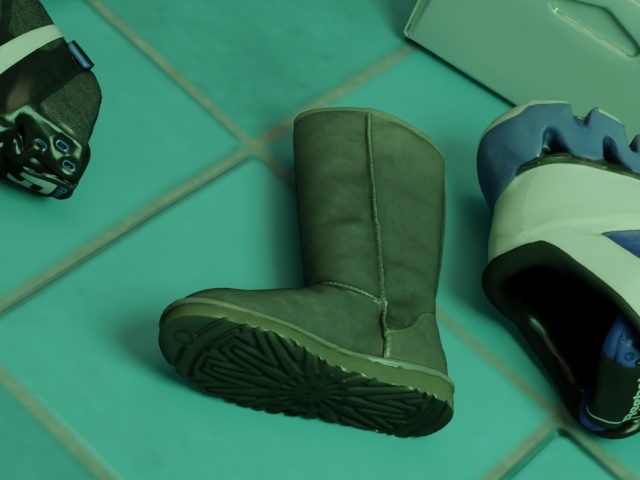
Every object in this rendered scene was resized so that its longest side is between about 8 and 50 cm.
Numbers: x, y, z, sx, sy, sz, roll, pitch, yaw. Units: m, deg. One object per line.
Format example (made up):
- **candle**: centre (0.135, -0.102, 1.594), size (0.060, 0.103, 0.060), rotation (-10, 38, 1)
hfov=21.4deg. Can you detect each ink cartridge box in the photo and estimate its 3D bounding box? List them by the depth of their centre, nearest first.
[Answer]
- **ink cartridge box**: centre (0.229, -0.206, 1.224), size (0.223, 0.129, 0.307), rotation (33, 44, 4)

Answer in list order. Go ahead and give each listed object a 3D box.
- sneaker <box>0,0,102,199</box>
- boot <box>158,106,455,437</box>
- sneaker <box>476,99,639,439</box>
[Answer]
- **sneaker**: centre (-0.196, -0.047, 0.923), size (0.121, 0.079, 0.217), rotation (43, 58, -11)
- **boot**: centre (-0.002, 0.001, 0.970), size (0.190, 0.076, 0.208), rotation (21, 50, -26)
- **sneaker**: centre (0.228, 0.049, 1.011), size (0.316, 0.127, 0.182), rotation (18, 48, 1)
